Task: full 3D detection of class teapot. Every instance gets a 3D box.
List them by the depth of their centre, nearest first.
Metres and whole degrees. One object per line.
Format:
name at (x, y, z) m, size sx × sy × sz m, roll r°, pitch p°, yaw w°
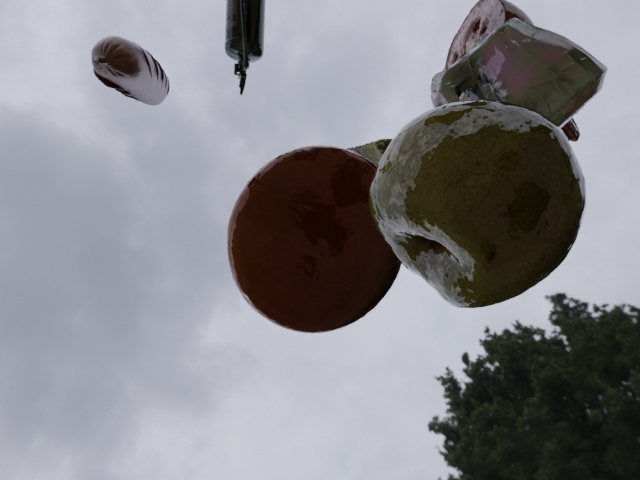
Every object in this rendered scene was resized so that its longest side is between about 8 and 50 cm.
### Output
teapot at (0.278, -0.215, 0.651) m, size 0.221 × 0.163 × 0.178 m, roll -44°, pitch -103°, yaw 10°

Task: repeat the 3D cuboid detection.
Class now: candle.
candle at (0.618, -0.311, 1.108) m, size 0.329 × 0.048 × 0.051 m, roll 9°, pitch -81°, yaw -49°

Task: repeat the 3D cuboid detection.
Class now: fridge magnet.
fridge magnet at (0.000, 0.000, 0.836) m, size 0.364 × 0.155 × 0.363 m, roll -3°, pitch -81°, yaw -20°

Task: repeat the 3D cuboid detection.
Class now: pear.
pear at (0.175, -0.050, 0.476) m, size 0.211 × 0.188 × 0.228 m, roll -44°, pitch -63°, yaw -19°

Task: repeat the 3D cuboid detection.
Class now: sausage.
sausage at (-0.328, -0.297, 0.783) m, size 0.088 × 0.433 × 0.087 m, roll -3°, pitch -76°, yaw -12°

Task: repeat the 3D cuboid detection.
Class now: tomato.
tomato at (0.430, -0.417, 1.068) m, size 0.144 × 0.338 × 0.338 m, roll 1°, pitch -72°, yaw -10°

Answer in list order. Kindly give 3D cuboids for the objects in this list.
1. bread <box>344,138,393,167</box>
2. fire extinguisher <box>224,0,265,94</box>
bread at (0.199, -0.096, 1.264) m, size 0.245 × 0.233 × 0.361 m, roll -6°, pitch -85°, yaw -33°
fire extinguisher at (-0.171, -0.487, 0.972) m, size 0.093 × 0.118 × 0.294 m, roll 2°, pitch -90°, yaw -18°
